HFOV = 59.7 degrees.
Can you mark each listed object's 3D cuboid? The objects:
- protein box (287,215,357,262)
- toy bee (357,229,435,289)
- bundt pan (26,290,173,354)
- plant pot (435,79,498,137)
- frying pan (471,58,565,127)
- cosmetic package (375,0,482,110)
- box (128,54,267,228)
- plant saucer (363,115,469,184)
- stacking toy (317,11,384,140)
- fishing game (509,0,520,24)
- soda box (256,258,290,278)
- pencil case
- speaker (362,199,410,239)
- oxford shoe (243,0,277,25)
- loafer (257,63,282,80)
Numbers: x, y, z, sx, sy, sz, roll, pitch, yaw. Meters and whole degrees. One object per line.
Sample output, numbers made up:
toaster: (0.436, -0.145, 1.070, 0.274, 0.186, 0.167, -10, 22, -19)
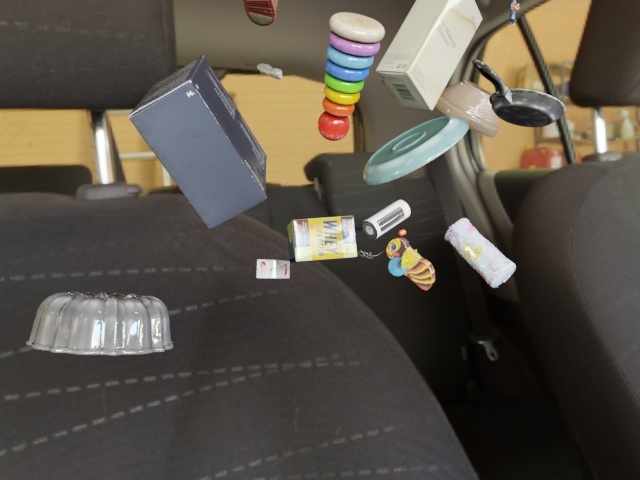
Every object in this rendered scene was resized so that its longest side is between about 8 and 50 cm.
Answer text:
protein box: (0.000, 0.000, 1.873, 0.201, 0.136, 0.200, -4, -3, -9)
toy bee: (0.304, 0.052, 2.071, 0.298, 0.162, 0.195, 22, 17, -1)
bundt pan: (-0.515, 0.189, 1.338, 0.330, 0.124, 0.331, 3, -4, 0)
plant pot: (0.482, -0.435, 1.781, 0.237, 0.110, 0.237, 23, 27, -13)
frying pan: (0.516, -0.364, 1.433, 0.197, 0.053, 0.326, 14, -4, 31)
cosmetic package: (0.291, -0.518, 1.474, 0.113, 0.310, 0.160, 21, -12, 43)
box: (-0.299, -0.264, 1.461, 0.178, 0.343, 0.313, -28, 26, 8)
plant saucer: (0.246, -0.253, 1.512, 0.317, 0.044, 0.318, -30, 16, 9)
stacking toy: (0.062, -0.411, 1.465, 0.141, 0.331, 0.141, 9, 37, -7)
fishing game: (0.666, -0.834, 1.901, 0.041, 0.189, 0.264, 1, -4, 20)
soda box: (-0.172, 0.107, 2.067, 0.073, 0.069, 0.216, 1, -3, 10)
pencil case: (0.573, 0.041, 2.009, 0.124, 0.114, 0.273, 1, 41, -52)
speaker: (0.172, -0.055, 1.453, 0.136, 0.055, 0.055, -31, 20, -33)
oxford shoe: (-0.188, -0.819, 1.648, 0.122, 0.130, 0.348, 8, -32, 3)
loafer: (-0.195, -0.642, 2.137, 0.125, 0.039, 0.045, 29, 58, 32)
